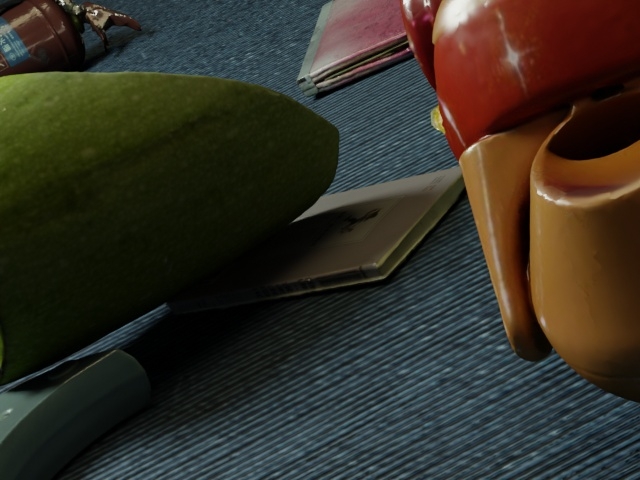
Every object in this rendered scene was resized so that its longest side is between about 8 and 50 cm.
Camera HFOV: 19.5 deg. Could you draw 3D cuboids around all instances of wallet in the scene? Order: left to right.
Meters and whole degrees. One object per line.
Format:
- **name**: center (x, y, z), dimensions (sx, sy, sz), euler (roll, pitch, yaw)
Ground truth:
- **wallet**: center (0.047, -0.188, 1.594), dimensions (0.119, 0.025, 0.232), euler (-23, 19, 15)

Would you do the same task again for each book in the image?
- **book**: center (0.000, 0.000, 1.174), dimensions (0.181, 0.014, 0.127), euler (-11, 24, 40)

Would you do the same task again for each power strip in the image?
- **power strip**: center (-0.172, 0.127, 1.023), dimensions (0.137, 0.044, 0.216), euler (-21, 20, 19)

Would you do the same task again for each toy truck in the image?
- **toy truck**: center (0.157, -0.033, 0.833), dimensions (0.189, 0.239, 0.265), euler (-20, -21, 21)

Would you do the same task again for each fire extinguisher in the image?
- **fire extinguisher**: center (-0.362, -0.176, 2.028), dimensions (0.341, 0.105, 0.141), euler (-33, 59, -18)

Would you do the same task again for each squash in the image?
- **squash**: center (-0.144, -0.038, 1.140), dimensions (0.260, 0.189, 0.189), euler (-34, 19, -29)

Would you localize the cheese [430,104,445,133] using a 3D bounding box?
- **cheese**: center (0.142, -0.121, 1.221), dimensions (0.156, 0.064, 0.250), euler (-23, 21, 9)
